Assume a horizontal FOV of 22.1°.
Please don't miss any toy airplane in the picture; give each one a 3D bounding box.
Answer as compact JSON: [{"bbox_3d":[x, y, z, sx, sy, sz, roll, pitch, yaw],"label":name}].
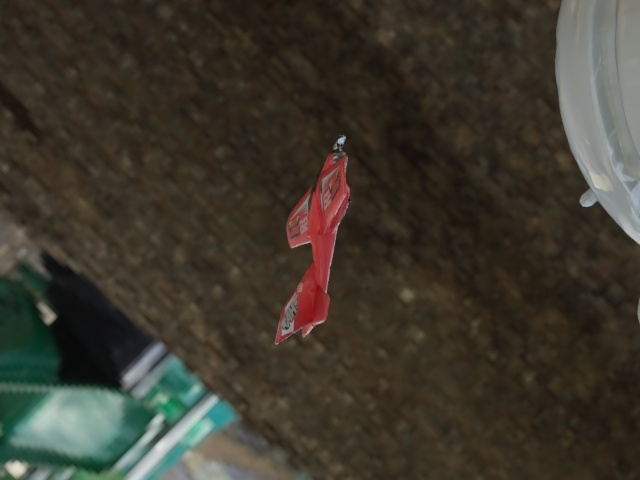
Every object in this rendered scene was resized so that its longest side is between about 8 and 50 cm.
[{"bbox_3d":[0.000,0.000,1.090,0.151,0.028,0.151,-163,-90,-79],"label":"toy airplane"}]

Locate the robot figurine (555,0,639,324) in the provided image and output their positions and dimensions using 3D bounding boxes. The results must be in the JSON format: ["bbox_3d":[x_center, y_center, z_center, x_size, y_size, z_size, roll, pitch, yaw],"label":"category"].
[{"bbox_3d":[0.228,-0.078,0.641,0.300,0.200,0.353,-55,-159,-18],"label":"robot figurine"}]
